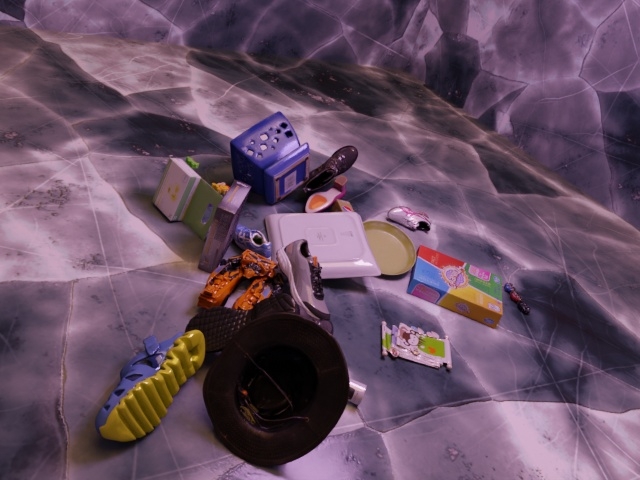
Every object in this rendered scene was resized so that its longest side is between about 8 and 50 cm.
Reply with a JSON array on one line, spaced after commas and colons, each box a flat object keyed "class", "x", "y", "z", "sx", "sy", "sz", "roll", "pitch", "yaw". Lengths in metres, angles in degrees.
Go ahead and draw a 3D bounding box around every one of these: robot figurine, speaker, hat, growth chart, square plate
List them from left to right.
[{"class": "robot figurine", "x": -0.217, "y": 0.124, "z": 1.661, "sx": 0.211, "sy": 0.085, "sz": 0.291, "roll": 25, "pitch": 32, "yaw": 6}, {"class": "hat", "x": -0.090, "y": 0.331, "z": 1.320, "sx": 0.332, "sy": 0.331, "sz": 0.134, "roll": 26, "pitch": -7, "yaw": 9}, {"class": "square plate", "x": 0.000, "y": 0.000, "z": 1.936, "sx": 0.344, "sy": 0.049, "sz": 0.347, "roll": -2, "pitch": 38, "yaw": -10}, {"class": "speaker", "x": 0.046, "y": 0.366, "z": 1.472, "sx": 0.136, "sy": 0.055, "sz": 0.055, "roll": 23, "pitch": 32, "yaw": 4}, {"class": "growth chart", "x": 0.285, "y": 0.308, "z": 1.726, "sx": 0.238, "sy": 0.021, "sz": 0.172, "roll": 15, "pitch": 31, "yaw": -10}]

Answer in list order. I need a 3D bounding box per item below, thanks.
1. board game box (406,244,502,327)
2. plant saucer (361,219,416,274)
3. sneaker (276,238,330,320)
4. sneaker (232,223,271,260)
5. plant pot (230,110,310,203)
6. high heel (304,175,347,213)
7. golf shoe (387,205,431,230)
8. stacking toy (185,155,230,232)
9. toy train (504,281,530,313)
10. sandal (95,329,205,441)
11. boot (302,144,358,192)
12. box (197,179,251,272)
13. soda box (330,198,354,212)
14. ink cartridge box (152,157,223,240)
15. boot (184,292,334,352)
[{"class": "board game box", "x": 0.470, "y": 0.153, "z": 2.021, "sx": 0.317, "sy": 0.064, "sz": 0.242, "roll": 22, "pitch": 32, "yaw": 3}, {"class": "plant saucer", "x": 0.218, "y": 0.032, "z": 2.044, "sx": 0.241, "sy": 0.037, "sz": 0.240, "roll": 11, "pitch": 49, "yaw": -12}, {"class": "sneaker", "x": -0.037, "y": 0.115, "z": 1.702, "sx": 0.100, "sy": 0.108, "sz": 0.271, "roll": 18, "pitch": 41, "yaw": -59}, {"class": "sneaker", "x": -0.223, "y": -0.008, "z": 1.860, "sx": 0.211, "sy": 0.081, "sz": 0.080, "roll": 38, "pitch": 38, "yaw": 29}, {"class": "plant pot", "x": -0.171, "y": -0.287, "z": 2.123, "sx": 0.236, "sy": 0.236, "sz": 0.212, "roll": -38, "pitch": 69, "yaw": -22}, {"class": "high heel", "x": 0.017, "y": -0.149, "z": 2.254, "sx": 0.082, "sy": 0.117, "sz": 0.244, "roll": 31, "pitch": 54, "yaw": 13}, {"class": "golf shoe", "x": 0.358, "y": -0.085, "z": 2.316, "sx": 0.186, "sy": 0.067, "sz": 0.086, "roll": 11, "pitch": 35, "yaw": -15}, {"class": "stacking toy", "x": -0.386, "y": -0.152, "z": 1.906, "sx": 0.052, "sy": 0.166, "sz": 0.221, "roll": -13, "pitch": 44, "yaw": -44}, {"class": "toy train", "x": 0.710, "y": 0.207, "z": 2.112, "sx": 0.036, "sy": 0.027, "sz": 0.158, "roll": -3, "pitch": 38, "yaw": -15}, {"class": "sandal", "x": -0.385, "y": 0.310, "z": 1.275, "sx": 0.138, "sy": 0.126, "sz": 0.317, "roll": 6, "pitch": 28, "yaw": 21}, {"class": "boot", "x": 0.046, "y": -0.270, "z": 2.249, "sx": 0.091, "sy": 0.263, "sz": 0.229, "roll": 52, "pitch": 5, "yaw": -10}, {"class": "box", "x": -0.287, "y": -0.042, "z": 1.736, "sx": 0.056, "sy": 0.231, "sz": 0.183, "roll": 22, "pitch": 33, "yaw": -3}, {"class": "soda box", "x": 0.095, "y": -0.078, "z": 2.158, "sx": 0.058, "sy": 0.061, "sz": 0.181, "roll": 12, "pitch": 32, "yaw": -24}, {"class": "ink cartridge box", "x": -0.426, "y": -0.131, "z": 1.846, "sx": 0.235, "sy": 0.171, "sz": 0.056, "roll": 41, "pitch": 24, "yaw": 30}, {"class": "boot", "x": -0.154, "y": 0.245, "z": 1.466, "sx": 0.223, "sy": 0.338, "sz": 0.118, "roll": 44, "pitch": 41, "yaw": -52}]
